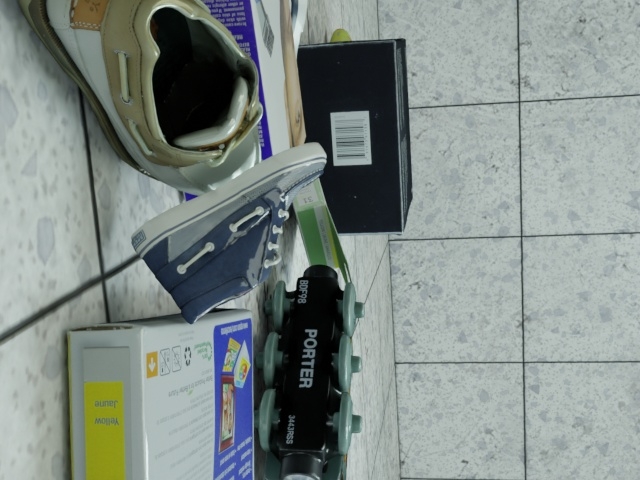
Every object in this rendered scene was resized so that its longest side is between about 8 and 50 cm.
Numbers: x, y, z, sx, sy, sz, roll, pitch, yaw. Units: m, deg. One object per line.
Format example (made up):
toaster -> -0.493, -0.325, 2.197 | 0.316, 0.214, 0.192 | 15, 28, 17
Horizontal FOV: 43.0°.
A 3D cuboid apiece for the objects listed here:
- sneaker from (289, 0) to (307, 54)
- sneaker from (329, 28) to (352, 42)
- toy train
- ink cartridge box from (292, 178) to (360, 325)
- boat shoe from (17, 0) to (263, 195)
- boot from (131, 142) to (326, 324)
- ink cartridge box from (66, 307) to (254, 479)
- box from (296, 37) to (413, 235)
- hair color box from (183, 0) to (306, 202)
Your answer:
sneaker -> -0.081, -0.202, 0.972 | 0.095, 0.090, 0.235 | -24, 123, -49
sneaker -> 0.064, -0.386, 1.811 | 0.208, 0.082, 0.094 | 71, 17, -58
toy train -> -0.012, 0.198, 1.108 | 0.190, 0.142, 0.333 | 86, 6, -48
ink cartridge box -> 0.000, 0.000, 1.254 | 0.171, 0.056, 0.235 | 76, -1, -53
boat shoe -> -0.103, -0.101, 0.610 | 0.113, 0.103, 0.302 | -55, 156, -6
boot -> -0.055, -0.008, 0.674 | 0.086, 0.190, 0.069 | 56, -27, 5
ink cartridge box -> -0.118, 0.216, 0.692 | 0.303, 0.072, 0.307 | 18, 72, -81
box -> 0.076, -0.208, 1.558 | 0.312, 0.179, 0.343 | -54, 141, -73
hair color box -> -0.092, -0.221, 0.797 | 0.185, 0.110, 0.338 | -77, 164, -60
